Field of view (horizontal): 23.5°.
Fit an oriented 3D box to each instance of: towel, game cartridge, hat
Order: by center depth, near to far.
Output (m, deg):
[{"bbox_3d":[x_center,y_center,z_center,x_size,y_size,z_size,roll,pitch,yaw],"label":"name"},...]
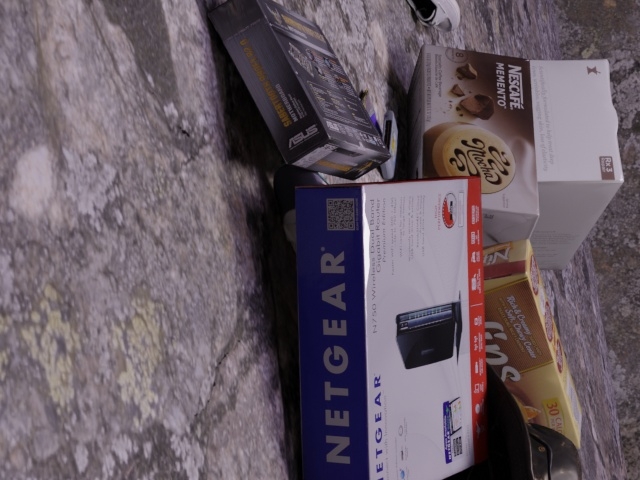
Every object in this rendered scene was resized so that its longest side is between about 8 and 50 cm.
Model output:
[{"bbox_3d":[0.240,0.287,1.882,0.331,0.134,0.331,176,-90,-72],"label":"hat"},{"bbox_3d":[0.068,-0.158,2.079,0.060,0.009,0.083,-66,141,-62],"label":"towel"},{"bbox_3d":[0.094,-0.129,2.108,0.056,0.017,0.083,78,17,-64],"label":"game cartridge"}]

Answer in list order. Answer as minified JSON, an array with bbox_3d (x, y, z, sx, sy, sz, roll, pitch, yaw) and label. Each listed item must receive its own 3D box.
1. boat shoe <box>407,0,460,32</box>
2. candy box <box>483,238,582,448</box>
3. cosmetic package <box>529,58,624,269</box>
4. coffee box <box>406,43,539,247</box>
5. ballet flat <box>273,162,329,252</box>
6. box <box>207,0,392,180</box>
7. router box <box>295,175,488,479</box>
[{"bbox_3d":[0.173,-0.376,2.454,0.184,0.066,0.063,54,44,-58],"label":"boat shoe"},{"bbox_3d":[0.239,0.160,2.137,0.087,0.183,0.316,-75,149,-55],"label":"candy box"},{"bbox_3d":[0.357,-0.112,2.478,0.385,0.156,0.217,100,-12,-66],"label":"cosmetic package"},{"bbox_3d":[0.214,-0.128,2.207,0.119,0.168,0.297,105,-9,-53],"label":"coffee box"},{"bbox_3d":[0.000,0.000,1.684,0.203,0.074,0.074,63,23,-46],"label":"ballet flat"},{"bbox_3d":[-0.018,-0.162,1.650,0.183,0.056,0.231,61,15,10],"label":"box"},{"bbox_3d":[0.085,0.101,1.681,0.301,0.082,0.335,-8,97,-60],"label":"router box"}]
